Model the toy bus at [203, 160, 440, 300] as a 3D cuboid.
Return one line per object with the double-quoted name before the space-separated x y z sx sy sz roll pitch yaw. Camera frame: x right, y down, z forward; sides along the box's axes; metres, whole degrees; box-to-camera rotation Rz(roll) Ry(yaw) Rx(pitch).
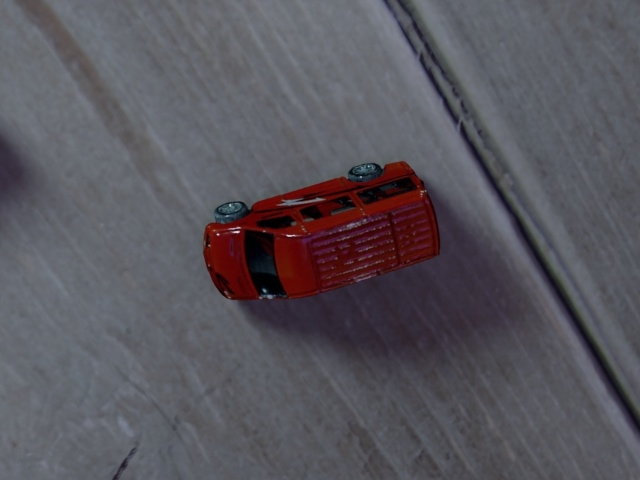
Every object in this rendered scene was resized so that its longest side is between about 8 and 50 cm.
"toy bus" 0.000 0.000 1.604 0.195 0.089 0.081 -16 115 -10
